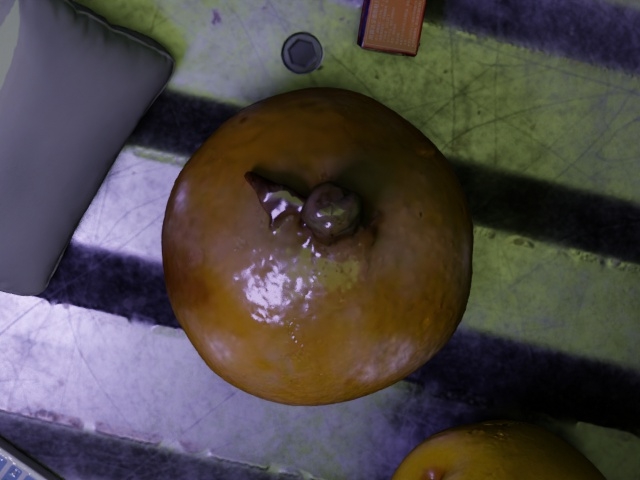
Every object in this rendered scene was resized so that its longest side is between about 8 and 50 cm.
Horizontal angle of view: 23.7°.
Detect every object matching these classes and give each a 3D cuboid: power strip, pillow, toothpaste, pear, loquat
[{"bbox_3d":[-0.329,0.280,1.735,0.191,0.030,0.047,37,97,-8],"label":"power strip"},{"bbox_3d":[-0.318,-0.106,1.586,0.255,0.120,0.322,25,100,-46],"label":"pillow"},{"bbox_3d":[0.097,-0.358,1.617,0.066,0.076,0.320,10,99,-4],"label":"toothpaste"},{"bbox_3d":[0.212,0.349,1.651,0.336,0.285,0.285,35,97,-10],"label":"pear"},{"bbox_3d":[0.000,0.000,1.545,0.328,0.359,0.328,1,77,-5],"label":"loquat"}]
